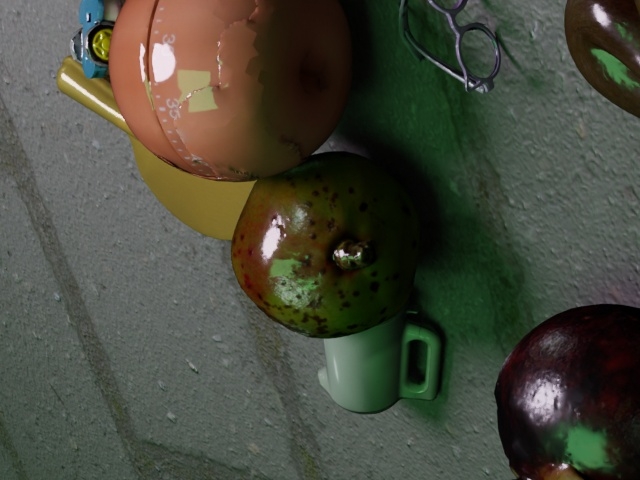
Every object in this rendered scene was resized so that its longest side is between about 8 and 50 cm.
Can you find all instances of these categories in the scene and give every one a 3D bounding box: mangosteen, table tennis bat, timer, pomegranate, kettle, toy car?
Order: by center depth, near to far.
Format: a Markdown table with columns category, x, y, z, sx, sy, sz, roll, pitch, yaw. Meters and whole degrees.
| category | x | y | z | sx | sy | sz | roll | pitch | yaw |
| --- | --- | --- | --- | --- | --- | --- | --- | --- | --- |
| mangosteen | 0.255 | 0.188 | 1.270 | 0.228 | 0.265 | 0.228 | 27 | 157 | 13 |
| timer | -0.084 | -0.171 | 1.364 | 0.215 | 0.229 | 0.229 | 10 | 126 | 39 |
| pomegranate | -0.001 | -0.013 | 1.456 | 0.246 | 0.198 | 0.198 | -112 | 19 | -45 |
| kettle | 0.062 | 0.113 | 1.570 | 0.098 | 0.127 | 0.148 | -118 | 19 | -48 |
| toy car | -0.226 | -0.261 | 1.579 | 0.126 | 0.098 | 0.161 | -167 | 79 | -69 |
| table tennis bat | -0.188 | -0.121 | 1.665 | 0.321 | 0.050 | 0.198 | 35 | 139 | 16 |

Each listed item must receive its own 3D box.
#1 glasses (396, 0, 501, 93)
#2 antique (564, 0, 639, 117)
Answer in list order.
| category | x | y | z | sx | sy | sz | roll | pitch | yaw |
| --- | --- | --- | --- | --- | --- | --- | --- | --- | --- |
| glasses | 0.097 | -0.192 | 1.295 | 0.104 | 0.062 | 0.140 | -12 | 109 | 52 |
| antique | 0.287 | -0.118 | 1.109 | 0.257 | 0.121 | 0.143 | 57 | 150 | -5 |
